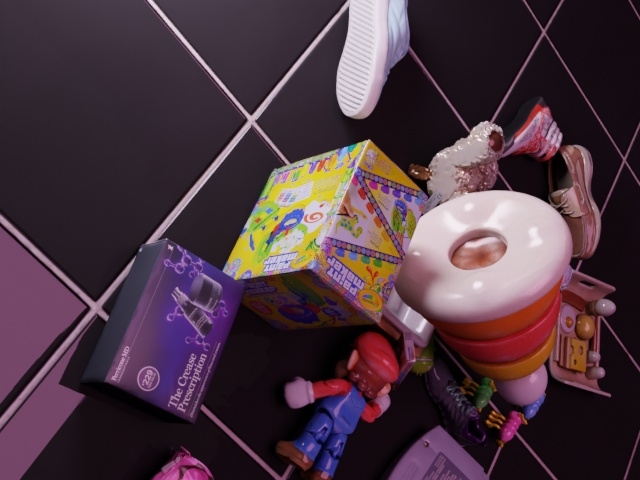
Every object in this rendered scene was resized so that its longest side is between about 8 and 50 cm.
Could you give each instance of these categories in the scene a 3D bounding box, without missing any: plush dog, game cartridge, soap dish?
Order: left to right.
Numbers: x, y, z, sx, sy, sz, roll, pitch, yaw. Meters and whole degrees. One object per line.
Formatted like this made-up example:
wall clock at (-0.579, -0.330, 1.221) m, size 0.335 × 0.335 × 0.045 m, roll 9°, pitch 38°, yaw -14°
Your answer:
soap dish at (0.136, 0.078, 1.733) m, size 0.291 × 0.118 × 0.229 m, roll 40°, pitch 59°, yaw -27°
game cartridge at (0.218, 0.544, 1.723) m, size 0.198 × 0.062 × 0.297 m, roll 43°, pitch 54°, yaw 3°
plush dog at (0.344, -0.154, 1.936) m, size 0.225 × 0.210 × 0.263 m, roll -14°, pitch 110°, yaw -58°

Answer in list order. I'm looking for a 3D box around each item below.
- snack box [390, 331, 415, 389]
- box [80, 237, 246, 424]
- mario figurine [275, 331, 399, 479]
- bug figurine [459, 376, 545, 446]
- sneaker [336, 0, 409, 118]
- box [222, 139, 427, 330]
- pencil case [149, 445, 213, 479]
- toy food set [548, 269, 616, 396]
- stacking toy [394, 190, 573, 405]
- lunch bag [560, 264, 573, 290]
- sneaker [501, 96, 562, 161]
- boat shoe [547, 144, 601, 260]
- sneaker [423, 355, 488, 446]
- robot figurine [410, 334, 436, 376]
snack box at (0.163, 0.250, 1.689) m, size 0.022 × 0.178 × 0.064 m, roll 0°, pitch 62°, yaw -9°
box at (-0.262, 0.156, 1.399) m, size 0.184 × 0.103 × 0.261 m, roll 32°, pitch 63°, yaw -29°
mario figurine at (0.033, 0.318, 1.630) m, size 0.320 × 0.170 × 0.198 m, roll -53°, pitch 158°, yaw -23°
bug figurine at (0.448, 0.364, 1.974) m, size 0.279 × 0.072 × 0.216 m, roll 54°, pitch 54°, yaw -20°
sneaker at (0.140, -0.422, 1.813) m, size 0.150 × 0.135 × 0.366 m, roll 21°, pitch 70°, yaw -32°
box at (0.000, 0.000, 1.519) m, size 0.177 × 0.290 × 0.279 m, roll 40°, pitch 60°, yaw -29°
pencil case at (-0.273, 0.442, 1.345) m, size 0.209 × 0.095 × 0.098 m, roll -49°, pitch 148°, yaw -36°
toy food set at (0.721, 0.253, 2.209) m, size 0.219 × 0.092 × 0.306 m, roll 19°, pitch 70°, yaw -37°
stacking toy at (0.370, 0.168, 1.702) m, size 0.351 × 0.350 × 0.480 m, roll -53°, pitch 136°, yaw -33°
lunch bag at (0.618, 0.100, 2.164) m, size 0.053 × 0.071 × 0.083 m, roll 49°, pitch 53°, yaw -27°
sneaker at (0.551, -0.256, 2.157) m, size 0.145 × 0.090 × 0.270 m, roll 55°, pitch 51°, yaw -16°
boat shoe at (0.671, -0.105, 2.224) m, size 0.116 × 0.123 × 0.325 m, roll 6°, pitch 72°, yaw -32°
sneaker at (0.312, 0.359, 1.843) m, size 0.083 × 0.098 × 0.224 m, roll -30°, pitch 102°, yaw -39°
robot figurine at (0.216, 0.240, 1.804) m, size 0.101 × 0.067 × 0.115 m, roll 30°, pitch 59°, yaw -66°
